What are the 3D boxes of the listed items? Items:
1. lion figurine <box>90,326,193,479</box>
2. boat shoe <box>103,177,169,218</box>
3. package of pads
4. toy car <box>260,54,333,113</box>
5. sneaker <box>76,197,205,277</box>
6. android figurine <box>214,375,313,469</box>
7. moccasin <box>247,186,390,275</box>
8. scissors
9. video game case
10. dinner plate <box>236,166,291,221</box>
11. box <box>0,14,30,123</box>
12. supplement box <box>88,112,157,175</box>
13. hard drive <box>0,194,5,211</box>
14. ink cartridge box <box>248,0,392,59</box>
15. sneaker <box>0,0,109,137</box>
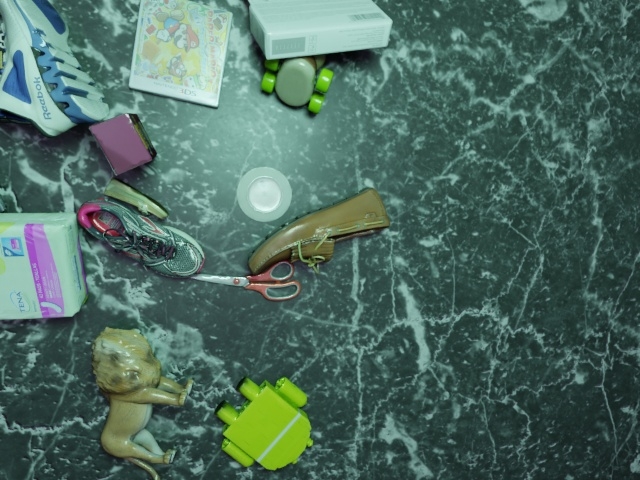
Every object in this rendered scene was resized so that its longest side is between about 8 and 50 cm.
[{"bbox_3d":[-0.449,0.408,1.009,0.240,0.142,0.393,15,97,-6],"label":"lion figurine"},{"bbox_3d":[-0.434,-0.090,1.001,0.153,0.056,0.048,32,89,-10],"label":"boat shoe"},{"bbox_3d":[-0.679,0.060,0.913,0.296,0.101,0.229,0,114,-11],"label":"package of pads"},{"bbox_3d":[-0.037,-0.438,1.036,0.155,0.149,0.189,22,65,-6],"label":"toy car"},{"bbox_3d":[-0.417,0.006,0.986,0.299,0.112,0.121,27,90,-14],"label":"sneaker"},{"bbox_3d":[-0.139,0.490,1.125,0.273,0.056,0.248,42,86,-13],"label":"android figurine"},{"bbox_3d":[-0.001,0.001,1.068,0.379,0.139,0.147,-24,84,-18],"label":"moccasin"},{"bbox_3d":[-0.198,0.116,1.091,0.296,0.021,0.109,-7,99,-13],"label":"scissors"},{"bbox_3d":[-0.329,-0.451,1.003,0.206,0.026,0.227,9,93,-13],"label":"video game case"},{"bbox_3d":[-0.143,-0.118,1.084,0.141,0.017,0.141,-1,94,-13],"label":"dinner plate"},{"bbox_3d":[-0.744,-0.379,0.892,0.307,0.076,0.243,2,95,-12],"label":"box"},{"bbox_3d":[-0.418,-0.213,0.916,0.080,0.188,0.104,-26,111,-10],"label":"supplement box"},{"bbox_3d":[-0.802,-0.147,0.876,0.171,0.054,0.255,-23,117,1],"label":"hard drive"},{"bbox_3d":[-0.021,-0.532,0.990,0.296,0.066,0.261,-13,55,-17],"label":"ink cartridge box"},{"bbox_3d":[-0.570,-0.332,0.820,0.182,0.127,0.316,-29,87,10],"label":"sneaker"}]
